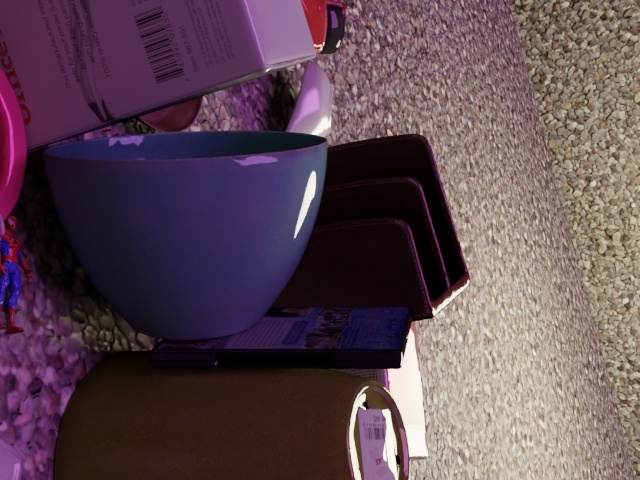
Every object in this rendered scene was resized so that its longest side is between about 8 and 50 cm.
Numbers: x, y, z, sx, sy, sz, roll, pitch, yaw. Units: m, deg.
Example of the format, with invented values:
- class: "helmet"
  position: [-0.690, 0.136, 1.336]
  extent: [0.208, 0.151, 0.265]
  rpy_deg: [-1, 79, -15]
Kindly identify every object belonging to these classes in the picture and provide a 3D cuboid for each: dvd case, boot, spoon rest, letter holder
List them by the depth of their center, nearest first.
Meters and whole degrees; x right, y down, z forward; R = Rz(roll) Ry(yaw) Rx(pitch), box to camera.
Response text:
- class: "dvd case"
  position: [-0.034, 0.101, 1.059]
  extent: [0.180, 0.253, 0.022]
  rpy_deg: [-52, 140, -77]
- class: "letter holder"
  position: [0.000, 0.000, 1.244]
  extent: [0.152, 0.302, 0.214]
  rpy_deg: [-28, 104, -61]
- class: "spoon rest"
  position: [-0.025, -0.148, 1.489]
  extent: [0.137, 0.084, 0.276]
  rpy_deg: [93, -1, -56]
- class: "boot"
  position: [-0.045, -0.392, 1.495]
  extent: [0.176, 0.088, 0.244]
  rpy_deg: [-20, 105, -37]

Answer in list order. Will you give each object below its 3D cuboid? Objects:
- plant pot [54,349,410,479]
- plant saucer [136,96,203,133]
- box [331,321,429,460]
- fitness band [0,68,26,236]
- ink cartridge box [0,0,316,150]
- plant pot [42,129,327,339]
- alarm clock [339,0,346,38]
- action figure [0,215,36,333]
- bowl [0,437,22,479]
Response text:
- class: "plant pot"
  position: [-0.069, 0.229, 1.031]
  extent: [0.275, 0.294, 0.274]
  rpy_deg: [33, 51, -52]
- class: "plant saucer"
  position: [-0.215, -0.223, 1.226]
  extent: [0.199, 0.036, 0.198]
  rpy_deg: [32, 52, -52]
- class: "box"
  position: [0.055, 0.202, 1.424]
  extent: [0.127, 0.149, 0.232]
  rpy_deg: [19, 63, -59]
- class: "fitness band"
  position: [-0.367, -0.092, 0.873]
  extent: [0.291, 0.054, 0.208]
  rpy_deg: [-8, 85, -63]
- class: "ink cartridge box"
  position: [-0.190, -0.238, 0.991]
  extent: [0.129, 0.308, 0.223]
  rpy_deg: [-33, 108, -63]
- class: "plant pot"
  position: [-0.135, -0.007, 1.056]
  extent: [0.290, 0.290, 0.195]
  rpy_deg: [-25, 115, -62]
- class: "alarm clock"
  position: [-0.005, -0.375, 1.645]
  extent: [0.192, 0.064, 0.129]
  rpy_deg: [-13, 90, -59]
- class: "action figure"
  position: [-0.301, 0.031, 0.971]
  extent: [0.038, 0.030, 0.115]
  rpy_deg: [16, 63, -53]
- class: "bowl"
  position: [-0.312, 0.216, 0.846]
  extent: [0.142, 0.053, 0.142]
  rpy_deg: [48, 40, -45]
